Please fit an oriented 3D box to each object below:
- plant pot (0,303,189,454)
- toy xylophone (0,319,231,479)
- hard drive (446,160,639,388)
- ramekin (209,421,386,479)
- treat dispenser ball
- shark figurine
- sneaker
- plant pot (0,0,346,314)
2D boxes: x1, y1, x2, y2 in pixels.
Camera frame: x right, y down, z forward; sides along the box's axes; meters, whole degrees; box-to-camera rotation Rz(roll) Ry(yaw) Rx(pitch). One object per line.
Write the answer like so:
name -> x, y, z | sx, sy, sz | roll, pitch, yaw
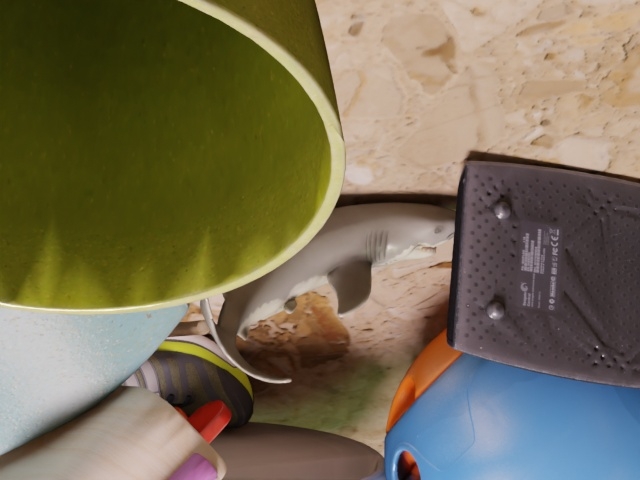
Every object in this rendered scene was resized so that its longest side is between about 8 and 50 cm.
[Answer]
plant pot -> -0.239, -0.005, 1.037 | 0.252, 0.248, 0.247 | -18, 146, 2
toy xylophone -> -0.183, 0.162, 1.132 | 0.081, 0.236, 0.322 | 54, 159, -17
hard drive -> 0.223, 0.035, 1.172 | 0.254, 0.172, 0.054 | 9, 165, -15
ramekin -> -0.073, 0.262, 1.363 | 0.272, 0.127, 0.273 | 4, -175, 0
treat dispenser ball -> 0.201, 0.195, 1.300 | 0.288, 0.288, 0.288 | -1, 147, -1
shark figurine -> -0.028, 0.008, 1.153 | 0.166, 0.278, 0.116 | 5, 117, 45
sneaker -> -0.197, 0.142, 1.360 | 0.300, 0.121, 0.111 | 19, 143, -28
plant pot -> -0.126, -0.155, 0.739 | 0.274, 0.294, 0.275 | 0, 147, 0
